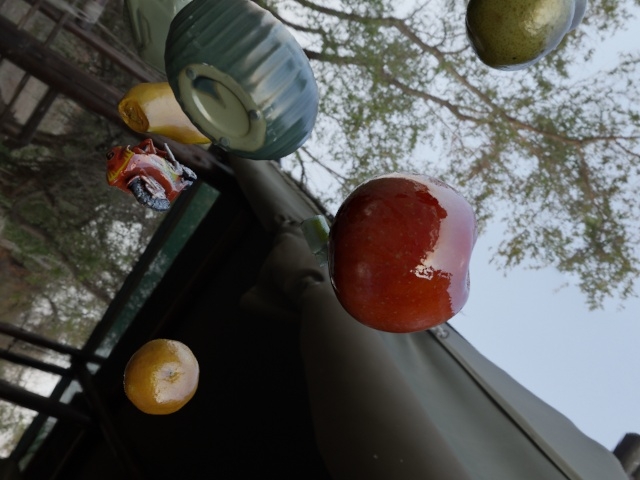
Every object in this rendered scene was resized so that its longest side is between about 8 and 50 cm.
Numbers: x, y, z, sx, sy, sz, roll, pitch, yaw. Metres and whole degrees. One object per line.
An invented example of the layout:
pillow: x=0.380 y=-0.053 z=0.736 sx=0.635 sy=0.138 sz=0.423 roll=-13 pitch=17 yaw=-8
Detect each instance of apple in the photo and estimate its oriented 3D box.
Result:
apple: x=0.136 y=0.016 z=0.827 sx=0.217 sy=0.260 sz=0.260 roll=5 pitch=-120 yaw=21

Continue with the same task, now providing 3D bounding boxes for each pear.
pear: x=0.284 y=-0.318 z=0.720 sx=0.167 sy=0.136 sz=0.167 roll=-46 pitch=179 yaw=-1

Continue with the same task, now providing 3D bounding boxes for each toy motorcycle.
toy motorcycle: x=-0.365 y=-0.146 z=1.105 sx=0.089 sy=0.171 sz=0.298 roll=-54 pitch=-167 yaw=13

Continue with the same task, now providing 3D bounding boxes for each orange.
orange: x=-0.342 y=0.292 z=1.104 sx=0.136 sy=0.159 sz=0.158 roll=-26 pitch=-140 yaw=52

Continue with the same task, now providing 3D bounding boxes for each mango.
mango: x=-0.392 y=-0.356 z=1.424 sx=0.144 sy=0.359 sz=0.186 roll=-35 pitch=-113 yaw=33

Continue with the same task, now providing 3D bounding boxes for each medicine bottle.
medicine bottle: x=0.000 y=0.000 z=0.915 sx=0.047 sy=0.047 sz=0.083 roll=-36 pitch=-107 yaw=38

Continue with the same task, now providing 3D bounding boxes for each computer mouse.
computer mouse: x=-0.299 y=-0.560 z=1.081 sx=0.145 sy=0.228 sz=0.428 roll=-122 pitch=-142 yaw=-64

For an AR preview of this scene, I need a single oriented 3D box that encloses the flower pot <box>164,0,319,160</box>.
flower pot: x=-0.110 y=-0.223 z=0.727 sx=0.189 sy=0.243 sz=0.157 roll=-26 pitch=-152 yaw=37
